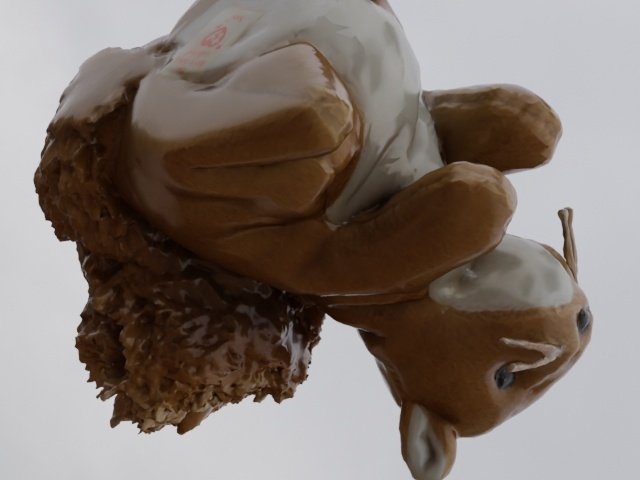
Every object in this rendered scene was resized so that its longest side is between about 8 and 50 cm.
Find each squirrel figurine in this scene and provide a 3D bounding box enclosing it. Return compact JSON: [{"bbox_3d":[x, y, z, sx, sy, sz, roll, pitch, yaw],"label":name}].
[{"bbox_3d":[0.000,0.000,1.260,0.397,0.281,0.370,-20,-56,29],"label":"squirrel figurine"}]
